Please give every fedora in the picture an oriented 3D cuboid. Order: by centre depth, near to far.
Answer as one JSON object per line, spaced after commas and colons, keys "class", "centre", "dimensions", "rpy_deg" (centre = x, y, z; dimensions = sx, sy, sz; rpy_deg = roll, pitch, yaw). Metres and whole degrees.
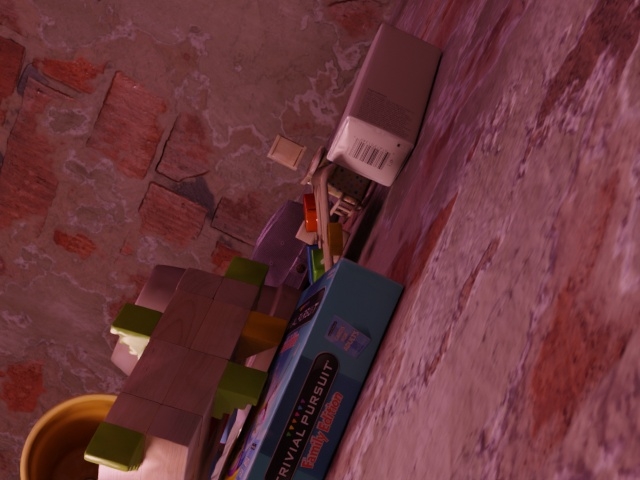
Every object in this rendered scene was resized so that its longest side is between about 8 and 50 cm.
{"class": "fedora", "centre": [-0.073, 0.028, 2.257], "dimensions": [0.275, 0.124, 0.244], "rpy_deg": [-63, 5, 23]}

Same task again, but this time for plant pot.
{"class": "plant pot", "centre": [-0.203, 0.184, 1.979], "dimensions": [0.323, 0.280, 0.323], "rpy_deg": [-64, 4, 8]}
{"class": "plant pot", "centre": [-0.401, 0.420, 1.987], "dimensions": [0.239, 0.254, 0.254], "rpy_deg": [122, 171, -64]}

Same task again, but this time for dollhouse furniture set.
{"class": "dollhouse furniture set", "centre": [-0.020, -0.074, 1.872], "dimensions": [0.161, 0.182, 0.101], "rpy_deg": [-65, 5, -8]}

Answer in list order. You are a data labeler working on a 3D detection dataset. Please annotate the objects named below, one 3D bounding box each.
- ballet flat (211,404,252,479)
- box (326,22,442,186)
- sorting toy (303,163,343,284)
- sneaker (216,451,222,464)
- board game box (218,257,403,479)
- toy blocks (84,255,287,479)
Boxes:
{"class": "ballet flat", "centre": [-0.111, 0.319, 1.668], "dimensions": [0.068, 0.072, 0.213], "rpy_deg": [37, 105, 57]}
{"class": "box", "centre": [0.102, -0.213, 1.722], "dimensions": [0.275, 0.113, 0.094], "rpy_deg": [-68, 5, -48]}
{"class": "sorting toy", "centre": [0.000, 0.000, 1.681], "dimensions": [0.307, 0.041, 0.229], "rpy_deg": [-147, 57, -85]}
{"class": "sneaker", "centre": [-0.225, 0.426, 2.178], "dimensions": [0.129, 0.111, 0.297], "rpy_deg": [-49, 1, -26]}
{"class": "board game box", "centre": [-0.034, 0.204, 1.264], "dimensions": [0.254, 0.079, 0.336], "rpy_deg": [134, 160, -74]}
{"class": "toy blocks", "centre": [-0.173, 0.226, 1.354], "dimensions": [0.381, 0.190, 0.261], "rpy_deg": [-68, -7, -54]}
